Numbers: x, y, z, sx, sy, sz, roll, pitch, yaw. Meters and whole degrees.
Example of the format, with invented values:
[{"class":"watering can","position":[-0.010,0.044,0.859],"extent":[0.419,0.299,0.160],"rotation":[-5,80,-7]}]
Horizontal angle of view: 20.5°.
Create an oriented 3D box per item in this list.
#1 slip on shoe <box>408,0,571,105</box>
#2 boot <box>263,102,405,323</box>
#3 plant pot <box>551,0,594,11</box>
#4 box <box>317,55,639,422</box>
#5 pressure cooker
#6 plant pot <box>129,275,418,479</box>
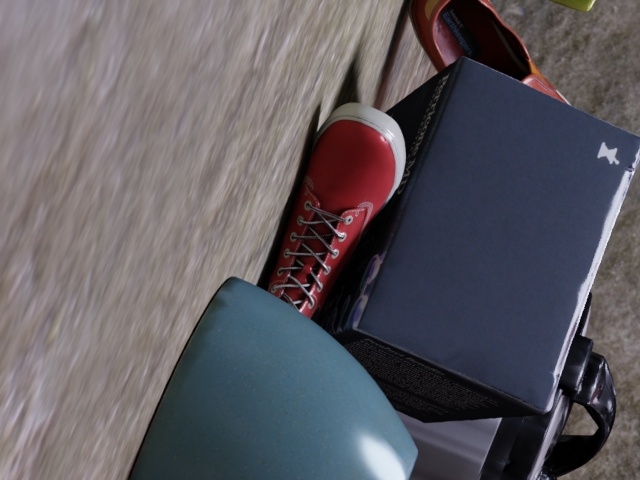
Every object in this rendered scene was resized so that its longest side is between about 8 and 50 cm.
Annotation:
[{"class":"slip on shoe","position":[0.215,-0.161,2.030],"extent":[0.123,0.331,0.101],"rotation":[-34,-166,3]},{"class":"boot","position":[0.000,0.000,1.635],"extent":[0.244,0.088,0.176],"rotation":[110,5,-52]},{"class":"plant pot","position":[0.167,-0.314,1.375],"extent":[0.207,0.228,0.227],"rotation":[119,-8,-86]},{"class":"box","position":[0.130,0.017,1.858],"extent":[0.293,0.212,0.395],"rotation":[-68,-170,-12]},{"class":"pressure cooker","position":[0.177,0.184,2.325],"extent":[0.370,0.420,0.375],"rotation":[-49,159,-73]},{"class":"plant pot","position":[-0.033,0.198,1.450],"extent":[0.290,0.195,0.290],"rotation":[21,90,-85]}]
